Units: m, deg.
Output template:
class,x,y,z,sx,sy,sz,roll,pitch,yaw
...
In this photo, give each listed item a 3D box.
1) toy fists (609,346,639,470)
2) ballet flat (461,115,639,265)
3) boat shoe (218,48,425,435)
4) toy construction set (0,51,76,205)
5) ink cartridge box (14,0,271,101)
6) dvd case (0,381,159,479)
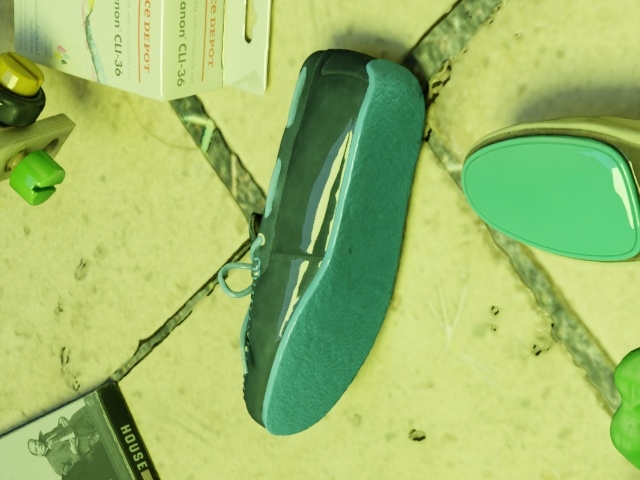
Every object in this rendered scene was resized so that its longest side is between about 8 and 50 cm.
class,x,y,z,sx,sy,sz,roll,pitch,yaw
toy fists,0.224,0.146,0.821,0.142,0.096,0.279,19,115,24
ballet flat,0.192,-0.029,0.799,0.248,0.086,0.086,9,110,44
boat shoe,0.000,0.000,0.975,0.089,0.109,0.258,29,105,39
toy construction set,-0.299,-0.064,1.105,0.237,0.309,0.257,33,88,7
ink cartridge box,-0.127,-0.168,1.034,0.198,0.067,0.115,19,116,35
dvd case,-0.216,0.238,1.271,0.239,0.030,0.179,-27,86,43
